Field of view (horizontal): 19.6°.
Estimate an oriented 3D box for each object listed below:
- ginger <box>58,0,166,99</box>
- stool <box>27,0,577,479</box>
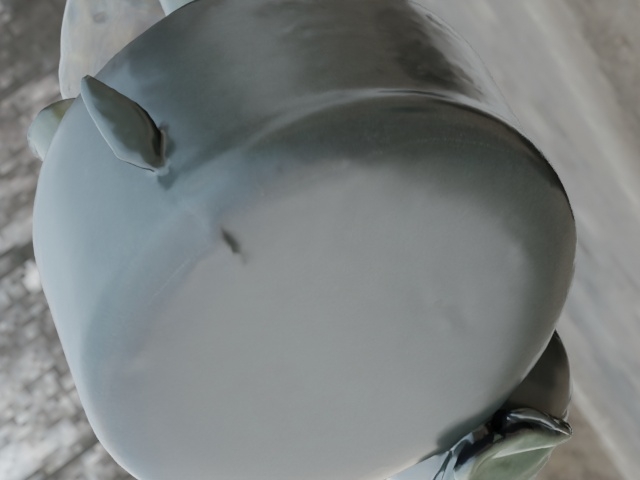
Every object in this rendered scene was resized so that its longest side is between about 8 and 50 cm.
[{"bbox_3d":[-0.041,-0.175,1.120,0.165,0.321,0.172,32,-147,-20],"label":"ginger"},{"bbox_3d":[-0.008,0.005,0.591,0.228,0.153,0.139,73,173,-46],"label":"stool"}]
